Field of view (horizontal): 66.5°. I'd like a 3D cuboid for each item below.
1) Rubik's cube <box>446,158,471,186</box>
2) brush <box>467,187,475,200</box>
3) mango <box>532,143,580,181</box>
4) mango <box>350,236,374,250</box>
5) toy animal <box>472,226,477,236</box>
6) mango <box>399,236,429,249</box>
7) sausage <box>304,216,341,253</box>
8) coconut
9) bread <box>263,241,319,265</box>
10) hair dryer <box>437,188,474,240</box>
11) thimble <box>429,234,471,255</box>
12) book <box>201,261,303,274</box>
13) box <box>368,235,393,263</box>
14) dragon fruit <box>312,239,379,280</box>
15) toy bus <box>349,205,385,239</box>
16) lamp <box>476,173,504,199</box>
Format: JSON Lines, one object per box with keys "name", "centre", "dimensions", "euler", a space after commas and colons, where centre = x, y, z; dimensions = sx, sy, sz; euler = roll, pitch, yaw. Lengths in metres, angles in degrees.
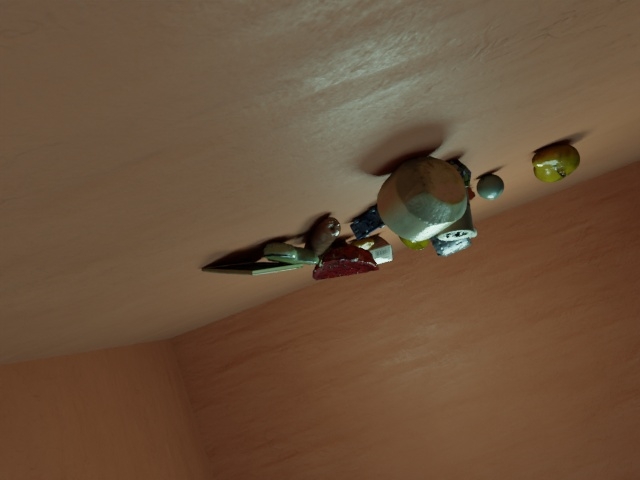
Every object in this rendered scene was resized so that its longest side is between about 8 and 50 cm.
{"name": "Rubik's cube", "centre": [0.408, -0.195, 1.502], "dimensions": [0.111, 0.111, 0.093], "euler": [-20, 143, -6]}
{"name": "brush", "centre": [0.587, -0.188, 2.023], "dimensions": [0.051, 0.070, 0.323], "euler": [-25, 173, 33]}
{"name": "mango", "centre": [0.925, -0.301, 1.923], "dimensions": [0.177, 0.120, 0.295], "euler": [-29, 168, 31]}
{"name": "mango", "centre": [0.199, 0.019, 2.371], "dimensions": [0.127, 0.063, 0.077], "euler": [-11, 137, -20]}
{"name": "toy animal", "centre": [0.672, -0.051, 2.613], "dimensions": [0.241, 0.196, 0.367], "euler": [-14, 169, 4]}
{"name": "mango", "centre": [0.441, -0.032, 2.346], "dimensions": [0.130, 0.167, 0.262], "euler": [-39, 162, 18]}
{"name": "sausage", "centre": [-0.002, -0.001, 1.773], "dimensions": [0.088, 0.087, 0.433], "euler": [-18, 170, -14]}
{"name": "coconut", "centre": [0.270, -0.111, 1.339], "dimensions": [0.241, 0.241, 0.241], "euler": [-20, 171, -3]}
{"name": "bread", "centre": [-0.118, 0.048, 1.746], "dimensions": [0.232, 0.064, 0.173], "euler": [14, 168, -39]}
{"name": "hair dryer", "centre": [0.358, -0.116, 1.675], "dimensions": [0.362, 0.203, 0.128], "euler": [3, 164, -25]}
{"name": "thimble", "centre": [0.578, -0.050, 2.257], "dimensions": [0.172, 0.236, 0.205], "euler": [-26, 179, 18]}
{"name": "book", "centre": [-0.239, 0.100, 1.777], "dimensions": [0.228, 0.018, 0.322], "euler": [0, -177, 30]}
{"name": "box", "centre": [0.256, 0.059, 2.470], "dimensions": [0.182, 0.099, 0.133], "euler": [-15, -158, -15]}
{"name": "dragon fruit", "centre": [0.090, 0.061, 2.195], "dimensions": [0.317, 0.151, 0.205], "euler": [-9, 155, 15]}
{"name": "toy bus", "centre": [0.199, -0.079, 1.801], "dimensions": [0.094, 0.079, 0.236], "euler": [-34, 180, -34]}
{"name": "lamp", "centre": [0.677, -0.213, 1.950], "dimensions": [0.105, 0.105, 0.105], "euler": [-20, 171, -3]}
